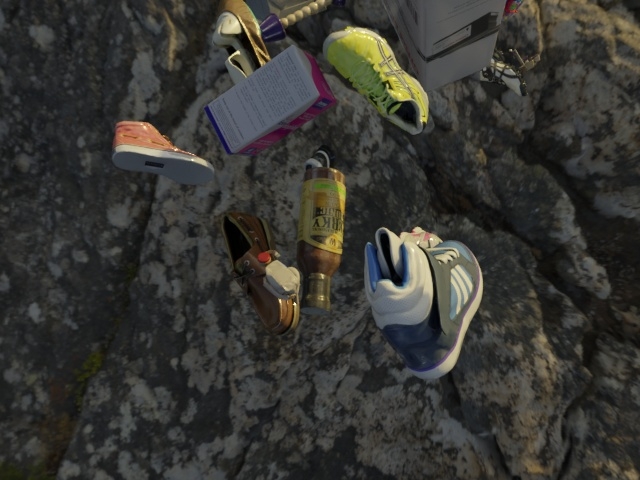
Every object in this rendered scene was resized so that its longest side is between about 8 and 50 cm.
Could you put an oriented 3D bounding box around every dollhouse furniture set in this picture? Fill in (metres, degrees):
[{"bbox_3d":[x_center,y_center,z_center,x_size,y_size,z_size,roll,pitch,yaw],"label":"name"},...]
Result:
[{"bbox_3d":[0.629,-0.568,1.735,0.091,0.114,0.081,-34,97,9],"label":"dollhouse furniture set"}]

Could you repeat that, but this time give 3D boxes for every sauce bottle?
[{"bbox_3d":[0.000,0.000,1.331,0.111,0.111,0.345,-2,70,13],"label":"sauce bottle"}]

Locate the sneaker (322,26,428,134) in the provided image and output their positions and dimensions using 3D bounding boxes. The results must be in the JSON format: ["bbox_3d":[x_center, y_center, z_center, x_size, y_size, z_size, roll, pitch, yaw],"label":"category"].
[{"bbox_3d":[0.169,-0.431,1.533,0.145,0.384,0.147,-42,36,31],"label":"sneaker"}]

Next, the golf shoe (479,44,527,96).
[{"bbox_3d":[0.515,-0.474,1.634,0.093,0.077,0.198,-38,67,16],"label":"golf shoe"}]

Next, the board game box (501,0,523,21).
[{"bbox_3d":[0.563,-0.694,1.611,0.133,0.169,0.033,-44,65,-2],"label":"board game box"}]

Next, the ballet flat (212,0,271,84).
[{"bbox_3d":[-0.200,-0.473,1.434,0.116,0.124,0.343,-25,90,45],"label":"ballet flat"}]

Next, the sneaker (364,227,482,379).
[{"bbox_3d":[0.173,0.043,0.955,0.130,0.323,0.236,-9,125,32],"label":"sneaker"}]

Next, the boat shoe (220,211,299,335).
[{"bbox_3d":[-0.141,0.067,1.191,0.111,0.104,0.307,-47,49,24],"label":"boat shoe"}]

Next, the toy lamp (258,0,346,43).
[{"bbox_3d":[-0.059,-0.652,1.636,0.274,0.080,0.080,-31,80,-12],"label":"toy lamp"}]

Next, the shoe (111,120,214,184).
[{"bbox_3d":[-0.272,-0.156,0.990,0.063,0.177,0.081,-50,41,43],"label":"shoe"}]

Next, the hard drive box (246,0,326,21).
[{"bbox_3d":[-0.115,-0.751,1.761,0.181,0.089,0.232,-24,37,-13],"label":"hard drive box"}]

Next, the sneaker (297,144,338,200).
[{"bbox_3d":[0.002,-0.194,1.669,0.079,0.217,0.121,35,61,8],"label":"sneaker"}]

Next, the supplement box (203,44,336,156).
[{"bbox_3d":[-0.097,-0.266,1.110,0.220,0.111,0.114,-30,85,21],"label":"supplement box"}]

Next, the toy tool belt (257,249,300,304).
[{"bbox_3d":[-0.062,0.058,0.835,0.052,0.051,0.083,-35,52,-20],"label":"toy tool belt"}]

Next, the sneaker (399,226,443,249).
[{"bbox_3d":[0.310,0.024,1.756,0.111,0.252,0.103,16,114,26],"label":"sneaker"}]

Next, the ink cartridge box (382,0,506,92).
[{"bbox_3d":[0.219,-0.509,1.082,0.166,0.395,0.286,-21,78,6],"label":"ink cartridge box"}]
